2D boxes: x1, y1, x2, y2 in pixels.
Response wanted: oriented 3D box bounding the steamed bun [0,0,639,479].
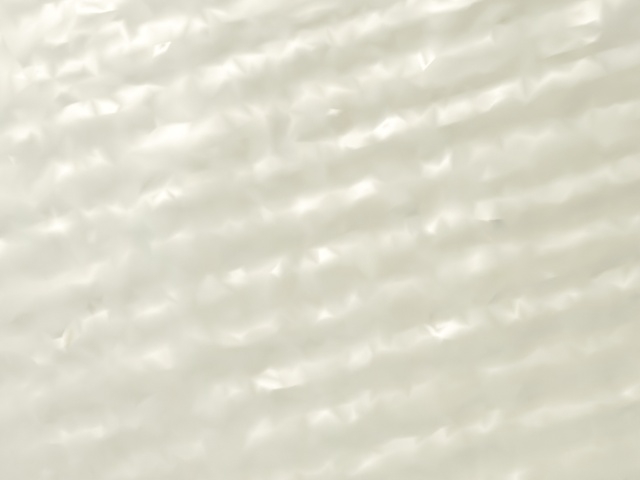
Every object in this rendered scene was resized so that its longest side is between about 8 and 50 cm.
[{"bbox_3d":[0.000,0.000,0.440,0.375,0.241,0.374,1,95,12],"label":"steamed bun"}]
